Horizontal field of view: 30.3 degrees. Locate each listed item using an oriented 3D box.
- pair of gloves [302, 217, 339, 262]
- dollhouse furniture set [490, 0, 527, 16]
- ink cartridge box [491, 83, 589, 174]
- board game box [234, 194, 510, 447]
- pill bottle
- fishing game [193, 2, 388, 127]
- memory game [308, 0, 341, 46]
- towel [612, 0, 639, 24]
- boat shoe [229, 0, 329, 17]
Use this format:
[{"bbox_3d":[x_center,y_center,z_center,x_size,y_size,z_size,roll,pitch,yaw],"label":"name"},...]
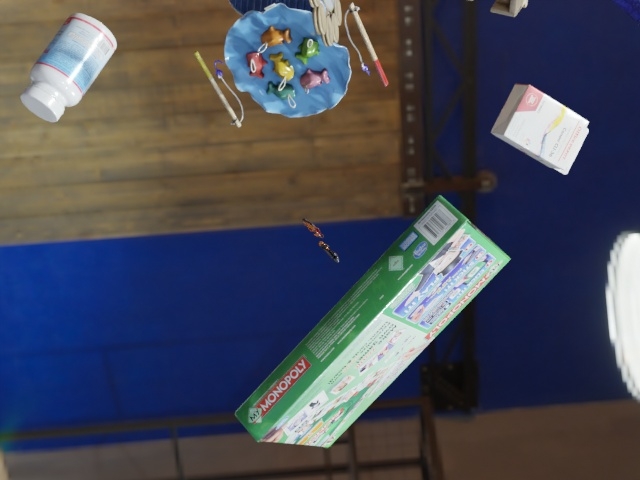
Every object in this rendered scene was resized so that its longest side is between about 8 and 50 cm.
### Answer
[{"bbox_3d":[0.000,0.000,1.907,0.083,0.010,0.074,54,-7,-25],"label":"pair of gloves"},{"bbox_3d":[0.207,-0.580,2.012,0.174,0.355,0.303,-52,151,-41],"label":"dollhouse furniture set"},{"bbox_3d":[0.458,-0.220,2.382,0.115,0.198,0.067,-63,-160,1],"label":"ink cartridge box"},{"bbox_3d":[0.065,0.102,1.310,0.046,0.317,0.213,45,6,22],"label":"board game box"},{"bbox_3d":[-0.389,-0.264,1.813,0.160,0.087,0.087,-60,168,-21],"label":"pill bottle"},{"bbox_3d":[-0.048,-0.246,1.657,0.041,0.264,0.189,-70,143,-46],"label":"fishing game"},{"bbox_3d":[0.002,-0.322,1.400,0.186,0.012,0.186,-5,90,-78],"label":"memory game"},{"bbox_3d":[0.575,-0.468,1.828,0.308,0.227,0.076,-47,178,36],"label":"towel"},{"bbox_3d":[-0.063,-0.380,1.901,0.066,0.183,0.066,-26,132,-55],"label":"boat shoe"}]
